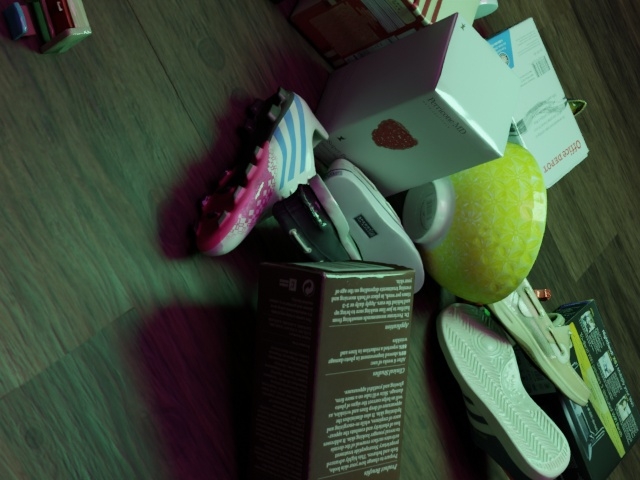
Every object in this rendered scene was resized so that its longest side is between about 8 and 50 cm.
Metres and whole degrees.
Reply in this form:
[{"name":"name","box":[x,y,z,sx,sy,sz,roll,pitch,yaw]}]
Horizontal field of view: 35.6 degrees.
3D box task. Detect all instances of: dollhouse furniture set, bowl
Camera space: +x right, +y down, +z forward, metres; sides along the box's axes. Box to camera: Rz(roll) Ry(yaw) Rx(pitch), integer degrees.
[{"name":"dollhouse furniture set","box":[-0.379,-0.346,1.280,0.129,0.129,0.183,-19,91,-46]},{"name":"bowl","box":[0.235,-0.042,1.702,0.156,0.289,0.289,10,70,-24]}]

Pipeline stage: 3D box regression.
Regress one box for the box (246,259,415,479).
[{"name":"box","box":[0.014,0.220,1.408,0.191,0.143,0.381,0,94,-44]}]

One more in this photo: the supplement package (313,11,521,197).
[{"name":"supplement package","box":[0.149,-0.210,1.638,0.177,0.293,0.175,39,53,-29]}]

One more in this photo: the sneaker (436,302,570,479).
[{"name":"sneaker","box":[0.295,0.282,1.767,0.131,0.148,0.350,-16,65,-23]}]

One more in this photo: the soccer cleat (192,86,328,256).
[{"name":"soccer cleat","box":[-0.073,-0.087,1.508,0.143,0.116,0.331,43,51,-26]}]

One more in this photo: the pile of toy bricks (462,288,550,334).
[{"name":"pile of toy bricks","box":[0.366,0.133,1.878,0.212,0.105,0.118,10,71,-42]}]

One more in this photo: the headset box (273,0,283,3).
[{"name":"headset box","box":[-0.117,-0.565,1.616,0.293,0.110,0.218,34,57,-33]}]

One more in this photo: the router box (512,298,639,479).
[{"name":"router box","box":[0.515,0.305,1.988,0.243,0.081,0.308,-28,97,-45]}]

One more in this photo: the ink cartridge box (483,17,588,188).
[{"name":"ink cartridge box","box":[0.387,-0.261,2.002,0.223,0.129,0.307,-34,101,-45]}]

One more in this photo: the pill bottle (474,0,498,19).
[{"name":"pill bottle","box":[0.285,-0.555,2.001,0.119,0.119,0.208,-7,82,-45]}]

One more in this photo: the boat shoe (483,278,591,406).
[{"name":"boat shoe","box":[0.407,0.176,1.792,0.098,0.109,0.302,-42,106,0]}]

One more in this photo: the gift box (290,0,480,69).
[{"name":"gift box","box":[0.148,-0.432,1.727,0.255,0.276,0.258,45,49,-32]}]

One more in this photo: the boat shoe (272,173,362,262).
[{"name":"boat shoe","box":[0.000,0.000,1.524,0.114,0.091,0.302,61,-1,33]}]

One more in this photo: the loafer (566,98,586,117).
[{"name":"loafer","box":[0.523,-0.281,2.190,0.170,0.061,0.062,-33,102,-44]}]

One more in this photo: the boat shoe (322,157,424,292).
[{"name":"boat shoe","box":[0.090,-0.023,1.673,0.267,0.096,0.088,49,29,-22]}]
